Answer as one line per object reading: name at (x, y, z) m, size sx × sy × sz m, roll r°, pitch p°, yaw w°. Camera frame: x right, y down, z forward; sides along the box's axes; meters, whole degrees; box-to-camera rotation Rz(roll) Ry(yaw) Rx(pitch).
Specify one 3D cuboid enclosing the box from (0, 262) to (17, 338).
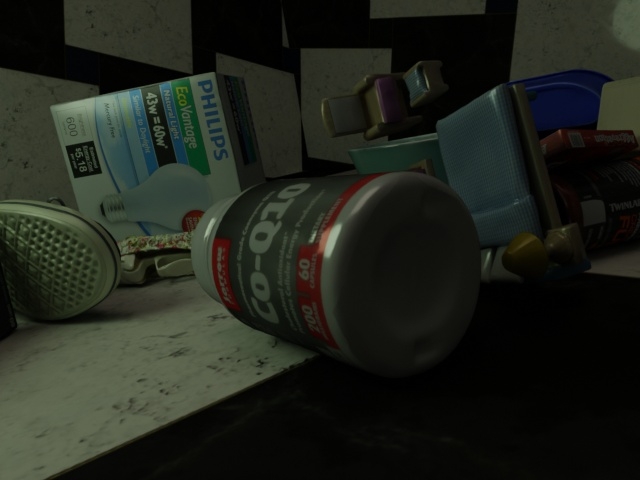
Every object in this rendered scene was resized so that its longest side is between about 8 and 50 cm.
box at (-0.509, 0.083, 0.637) m, size 0.143 × 0.165 × 0.270 m, roll -10°, pitch 11°, yaw 1°

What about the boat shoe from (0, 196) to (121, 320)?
boat shoe at (-0.457, 0.023, 0.876) m, size 0.500 × 0.186 × 0.156 m, roll -8°, pitch 16°, yaw 40°

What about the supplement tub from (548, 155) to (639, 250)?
supplement tub at (0.360, -0.047, 0.682) m, size 0.198 × 0.106 × 0.106 m, roll -12°, pitch 11°, yaw -12°

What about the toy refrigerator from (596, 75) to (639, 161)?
toy refrigerator at (0.504, -0.138, 0.768) m, size 0.270 × 0.102 × 0.094 m, roll 13°, pitch -5°, yaw -35°

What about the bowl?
bowl at (0.217, -0.121, 1.048) m, size 0.312 × 0.163 × 0.311 m, roll -10°, pitch 11°, yaw 2°

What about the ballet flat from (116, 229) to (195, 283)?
ballet flat at (-0.282, 0.034, 0.926) m, size 0.241 × 0.091 × 0.077 m, roll -13°, pitch 33°, yaw 6°

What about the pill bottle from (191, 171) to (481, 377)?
pill bottle at (-0.008, 0.020, 0.523) m, size 0.161 × 0.161 × 0.283 m, roll -17°, pitch 13°, yaw -34°

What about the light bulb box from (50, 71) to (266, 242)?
light bulb box at (-0.327, -0.157, 1.209) m, size 0.361 × 0.357 × 0.225 m, roll -9°, pitch 13°, yaw 9°

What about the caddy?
caddy at (0.476, -0.227, 1.167) m, size 0.341 × 0.241 × 0.179 m, roll -1°, pitch 18°, yaw 37°

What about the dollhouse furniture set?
dollhouse furniture set at (0.095, -0.077, 0.598) m, size 0.198 × 0.286 × 0.303 m, roll -14°, pitch 0°, yaw -19°

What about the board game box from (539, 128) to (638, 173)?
board game box at (0.262, -0.076, 0.752) m, size 0.145 × 0.027 × 0.281 m, roll -6°, pitch -15°, yaw -30°
